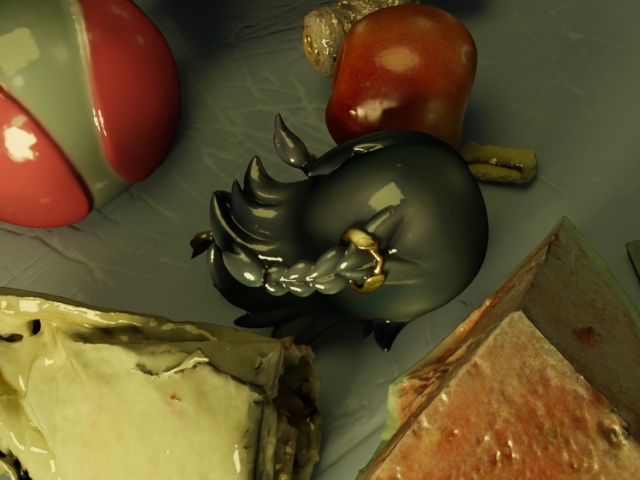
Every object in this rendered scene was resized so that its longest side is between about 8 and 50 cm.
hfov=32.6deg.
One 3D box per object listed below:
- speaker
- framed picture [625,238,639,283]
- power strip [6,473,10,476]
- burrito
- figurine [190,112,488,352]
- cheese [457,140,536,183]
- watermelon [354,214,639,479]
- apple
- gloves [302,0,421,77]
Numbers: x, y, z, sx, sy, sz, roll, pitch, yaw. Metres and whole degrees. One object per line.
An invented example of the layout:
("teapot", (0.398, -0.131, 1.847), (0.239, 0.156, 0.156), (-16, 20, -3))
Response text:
("speaker", (-0.296, -0.163, 1.212), (0.294, 0.294, 0.294), (-11, 50, 13))
("framed picture", (0.396, 0.090, 0.833), (0.240, 0.020, 0.324), (-18, 49, 7))
("power strip", (-0.263, 0.162, 1.027), (0.123, 0.032, 0.056), (-40, 49, -12))
("burrito", (-0.162, 0.141, 0.929), (0.331, 0.190, 0.135), (11, 15, 24))
("figurine", (0.015, 0.004, 0.960), (0.265, 0.175, 0.197), (-31, 39, 6))
("cheese", (0.168, -0.077, 1.054), (0.083, 0.030, 0.044), (9, 39, 34))
("watermelon", (0.139, 0.128, 0.813), (0.260, 0.176, 0.256), (-45, 40, 11))
("apple", (0.076, -0.146, 1.058), (0.139, 0.163, 0.163), (13, 56, 7))
("gloves", (0.053, -0.219, 1.162), (0.144, 0.110, 0.094), (-28, 51, -1))
